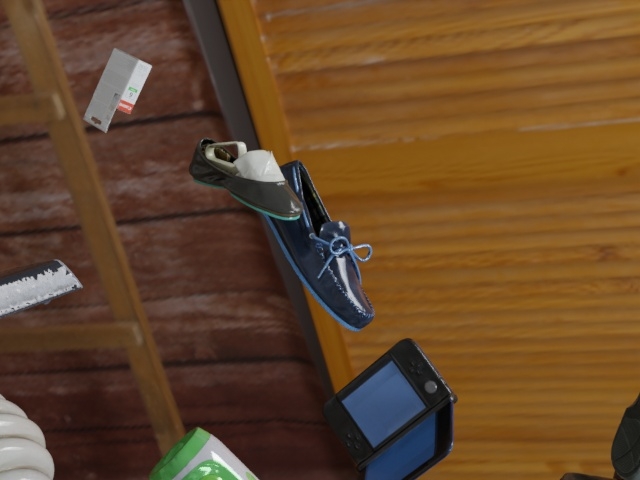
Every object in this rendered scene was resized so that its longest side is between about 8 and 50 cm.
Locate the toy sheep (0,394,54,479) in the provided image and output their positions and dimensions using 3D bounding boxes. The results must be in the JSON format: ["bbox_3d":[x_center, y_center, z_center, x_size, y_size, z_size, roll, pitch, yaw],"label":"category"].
[{"bbox_3d":[-0.178,0.122,0.491,0.091,0.091,0.132,-28,59,-18],"label":"toy sheep"}]

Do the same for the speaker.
[{"bbox_3d":[-0.126,0.433,1.513,0.131,0.296,0.131,-44,4,4],"label":"speaker"}]

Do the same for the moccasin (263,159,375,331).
[{"bbox_3d":[0.000,0.000,1.739,0.117,0.137,0.342,-39,75,16],"label":"moccasin"}]

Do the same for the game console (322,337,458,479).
[{"bbox_3d":[0.131,0.391,2.035,0.293,0.250,0.173,-43,-16,25],"label":"game console"}]

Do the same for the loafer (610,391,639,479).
[{"bbox_3d":[0.460,0.191,1.235,0.084,0.267,0.096,14,21,-19],"label":"loafer"}]

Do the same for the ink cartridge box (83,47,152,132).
[{"bbox_3d":[-0.293,-0.213,1.400,0.063,0.029,0.115,30,97,37],"label":"ink cartridge box"}]

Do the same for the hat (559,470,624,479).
[{"bbox_3d":[0.476,0.509,1.756,0.134,0.331,0.331,21,43,8],"label":"hat"}]

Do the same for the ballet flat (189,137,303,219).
[{"bbox_3d":[-0.135,-0.118,1.691,0.280,0.096,0.095,23,23,40],"label":"ballet flat"}]

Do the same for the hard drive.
[{"bbox_3d":[-0.442,0.080,1.214,0.254,0.054,0.172,-14,5,33],"label":"hard drive"}]
